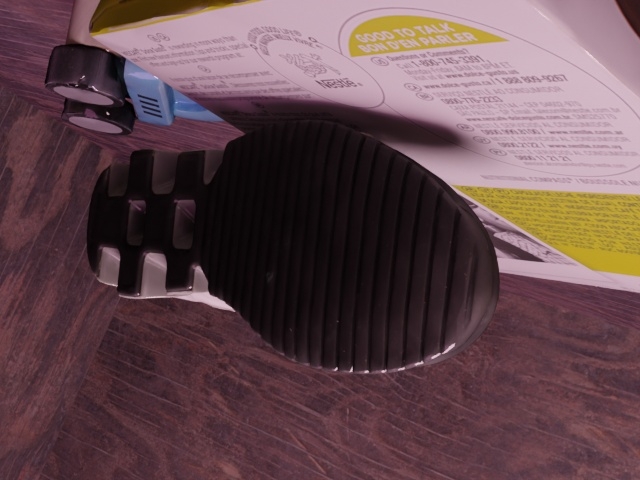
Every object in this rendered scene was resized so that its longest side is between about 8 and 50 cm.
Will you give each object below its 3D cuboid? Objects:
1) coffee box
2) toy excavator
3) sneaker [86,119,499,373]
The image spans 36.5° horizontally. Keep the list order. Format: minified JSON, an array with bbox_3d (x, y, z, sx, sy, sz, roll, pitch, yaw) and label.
[{"bbox_3d":[0.138,-0.183,0.527,0.334,0.337,0.338,30,170,-32],"label":"coffee box"},{"bbox_3d":[-0.126,-0.264,1.293,0.445,0.222,0.433,10,172,-5],"label":"toy excavator"},{"bbox_3d":[0.000,0.000,0.568,0.146,0.122,0.330,9,-178,-38],"label":"sneaker"}]
